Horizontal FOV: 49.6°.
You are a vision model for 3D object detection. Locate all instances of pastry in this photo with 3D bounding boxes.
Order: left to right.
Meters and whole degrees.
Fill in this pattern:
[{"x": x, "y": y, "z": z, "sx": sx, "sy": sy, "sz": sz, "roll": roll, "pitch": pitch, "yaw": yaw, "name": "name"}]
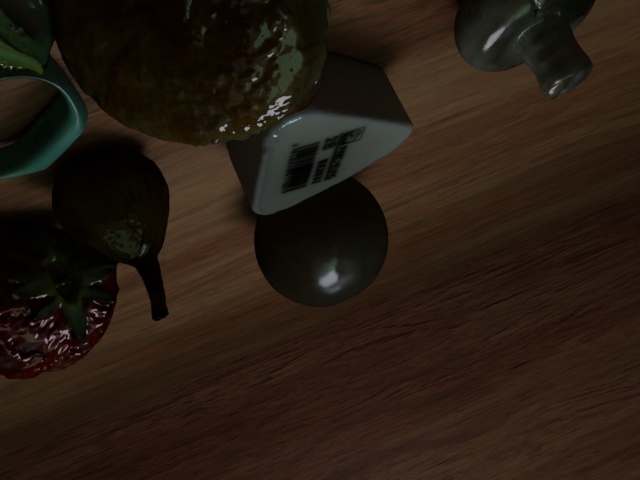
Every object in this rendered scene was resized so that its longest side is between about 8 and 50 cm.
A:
[{"x": -0.139, "y": -0.243, "z": 0.755, "sx": 0.329, "sy": 0.329, "sz": 0.136, "roll": -36, "pitch": -160, "yaw": 30, "name": "pastry"}]

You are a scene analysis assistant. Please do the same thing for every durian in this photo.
[{"x": -0.379, "y": -0.259, "z": 0.715, "sx": 0.095, "sy": 0.137, "sz": 0.220, "roll": 6, "pitch": 177, "yaw": 22, "name": "durian"}]

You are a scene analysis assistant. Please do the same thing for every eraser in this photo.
[{"x": -0.032, "y": -0.200, "z": 1.173, "sx": 0.331, "sy": 0.150, "sz": 0.331, "roll": -20, "pitch": 158, "yaw": -8, "name": "eraser"}]

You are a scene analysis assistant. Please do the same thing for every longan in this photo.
[{"x": 0.000, "y": 0.000, "z": 1.538, "sx": 0.319, "sy": 0.319, "sz": 0.319, "roll": -21, "pitch": 160, "yaw": -8, "name": "longan"}]

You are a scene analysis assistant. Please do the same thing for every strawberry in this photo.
[{"x": -0.540, "y": 0.127, "z": 1.260, "sx": 0.292, "sy": 0.292, "sz": 0.310, "roll": -2, "pitch": 144, "yaw": -45, "name": "strawberry"}]

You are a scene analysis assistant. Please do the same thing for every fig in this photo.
[{"x": -0.339, "y": -0.005, "z": 1.169, "sx": 0.190, "sy": 0.290, "sz": 0.190, "roll": -11, "pitch": -177, "yaw": 0, "name": "fig"}]

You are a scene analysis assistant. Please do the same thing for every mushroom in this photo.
[{"x": 0.350, "y": -0.344, "z": 1.118, "sx": 0.243, "sy": 0.243, "sz": 0.243, "roll": -21, "pitch": 160, "yaw": -8, "name": "mushroom"}]

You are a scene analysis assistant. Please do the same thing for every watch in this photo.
[{"x": -0.436, "y": -0.159, "z": 0.943, "sx": 0.237, "sy": 0.068, "sz": 0.195, "roll": -35, "pitch": 157, "yaw": 26, "name": "watch"}]

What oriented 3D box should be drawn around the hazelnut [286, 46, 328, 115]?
[{"x": -0.090, "y": -0.261, "z": 0.930, "sx": 0.214, "sy": 0.176, "sz": 0.214, "roll": 13, "pitch": 150, "yaw": 7, "name": "hazelnut"}]
